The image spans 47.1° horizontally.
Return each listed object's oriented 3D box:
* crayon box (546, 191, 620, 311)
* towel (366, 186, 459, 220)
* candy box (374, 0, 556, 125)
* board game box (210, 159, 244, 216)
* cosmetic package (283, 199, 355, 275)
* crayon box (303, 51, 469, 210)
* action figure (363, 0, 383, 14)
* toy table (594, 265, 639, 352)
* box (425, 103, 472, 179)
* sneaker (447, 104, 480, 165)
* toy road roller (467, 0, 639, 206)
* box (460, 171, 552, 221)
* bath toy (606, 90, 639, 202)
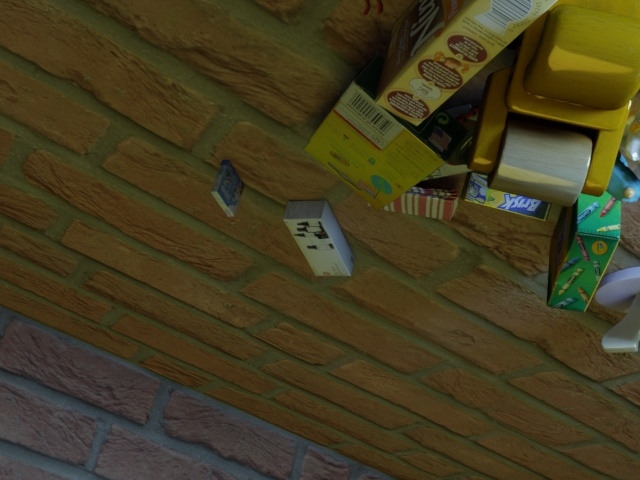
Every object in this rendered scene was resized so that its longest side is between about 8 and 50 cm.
[{"bbox_3d":[0.512,0.000,1.441,0.081,0.165,0.278,8,147,10],"label":"crayon box"},{"bbox_3d":[0.188,-0.087,1.543,0.197,0.029,0.144,10,166,9],"label":"towel"},{"bbox_3d":[0.207,-0.325,1.046,0.087,0.183,0.316,27,146,-18],"label":"candy box"},{"bbox_3d":[-0.205,-0.115,1.630,0.020,0.090,0.090,0,145,23],"label":"board game box"},{"bbox_3d":[0.000,0.000,1.751,0.098,0.060,0.239,1,145,23],"label":"cosmetic package"},{"bbox_3d":[0.102,-0.180,1.315,0.202,0.081,0.318,40,159,-5],"label":"crayon box"},{"bbox_3d":[0.073,-0.400,1.136,0.038,0.030,0.115,7,146,21],"label":"action figure"},{"bbox_3d":[0.745,0.166,1.608,0.274,0.161,0.252,-16,137,38],"label":"toy table"},{"bbox_3d":[0.224,-0.180,1.401,0.186,0.038,0.145,-8,141,34],"label":"box"},{"bbox_3d":[0.325,-0.174,1.242,0.276,0.135,0.098,-16,138,25],"label":"sneaker"},{"bbox_3d":[0.344,-0.210,1.032,0.202,0.330,0.240,13,-167,4],"label":"toy road roller"},{"bbox_3d":[0.366,-0.088,1.445,0.168,0.059,0.054,14,-170,-2],"label":"box"},{"bbox_3d":[0.561,-0.210,1.106,0.151,0.129,0.348,54,130,11],"label":"bath toy"}]
